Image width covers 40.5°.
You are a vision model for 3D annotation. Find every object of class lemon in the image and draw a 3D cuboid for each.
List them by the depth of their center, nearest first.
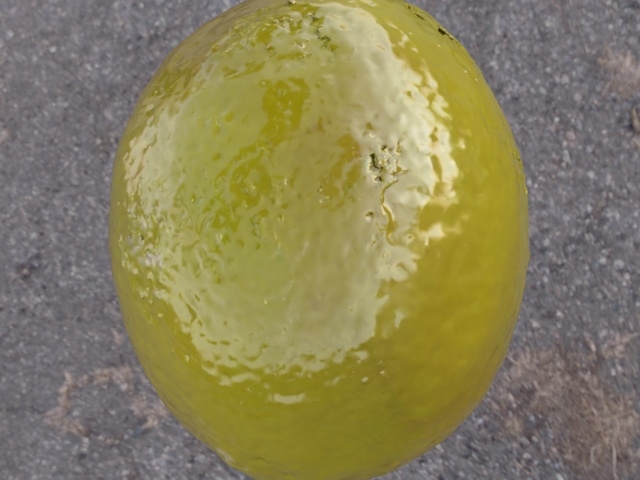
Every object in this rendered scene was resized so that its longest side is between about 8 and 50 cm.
[{"bbox_3d":[0.000,-0.005,0.478,0.236,0.236,0.263,-28,80,10],"label":"lemon"}]
